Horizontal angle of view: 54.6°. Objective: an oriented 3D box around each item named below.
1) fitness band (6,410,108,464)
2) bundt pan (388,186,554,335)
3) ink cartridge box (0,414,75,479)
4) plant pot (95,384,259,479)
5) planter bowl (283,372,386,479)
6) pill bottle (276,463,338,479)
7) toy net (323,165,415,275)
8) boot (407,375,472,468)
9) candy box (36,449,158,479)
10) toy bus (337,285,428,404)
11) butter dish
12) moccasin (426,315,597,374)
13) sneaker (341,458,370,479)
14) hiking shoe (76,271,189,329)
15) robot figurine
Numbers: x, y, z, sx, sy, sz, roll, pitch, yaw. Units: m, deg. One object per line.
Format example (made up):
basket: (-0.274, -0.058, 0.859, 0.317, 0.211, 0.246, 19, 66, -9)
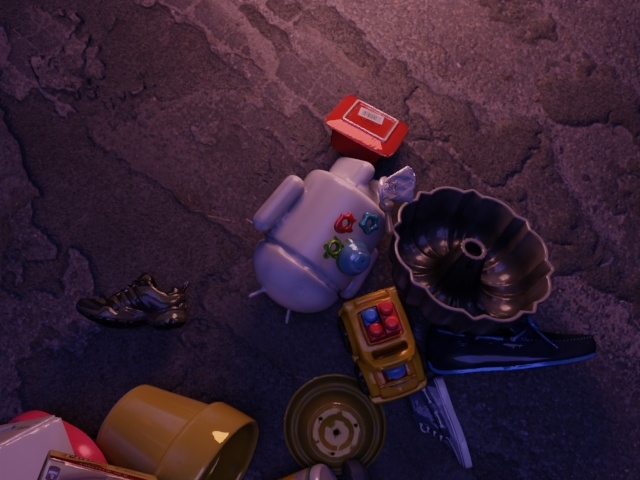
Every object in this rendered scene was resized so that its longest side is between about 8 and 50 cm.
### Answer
fitness band: (-0.509, 0.442, 1.193, 0.291, 0.054, 0.208, 10, 110, 30)
bundt pan: (0.283, 0.053, 1.242, 0.331, 0.124, 0.330, 8, 50, -10)
ink cartridge box: (-0.540, 0.540, 1.107, 0.286, 0.166, 0.394, -20, 90, 34)
plant pot: (-0.284, 0.402, 1.190, 0.239, 0.254, 0.254, 25, 82, 19)
planter bowl: (0.030, 0.384, 1.260, 0.217, 0.090, 0.217, 0, 83, 0)
pill bottle: (-0.067, 0.526, 1.211, 0.209, 0.117, 0.117, -26, 83, 13)
toy net: (0.090, -0.048, 1.155, 0.122, 0.045, 0.232, 35, 83, -28)
boot: (0.243, 0.383, 1.280, 0.086, 0.069, 0.189, -20, 75, 4)
candy box: (-0.389, 0.507, 0.954, 0.183, 0.087, 0.316, 22, 74, -18)
toy bus: (0.128, 0.200, 1.220, 0.150, 0.211, 0.220, -18, 75, -5)
butter dish: (0.087, -0.215, 1.336, 0.160, 0.118, 0.160, 29, 43, 5)
moccasin: (0.388, 0.206, 1.267, 0.342, 0.137, 0.116, -4, 78, -2)
sneaker: (0.129, 0.566, 1.220, 0.131, 0.112, 0.318, -15, 99, -11)
hiking shoe: (-0.392, 0.125, 1.305, 0.227, 0.086, 0.114, 5, 69, -5)
robot figurine: (0.000, 0.000, 1.257, 0.300, 0.200, 0.353, 41, 81, -29)
